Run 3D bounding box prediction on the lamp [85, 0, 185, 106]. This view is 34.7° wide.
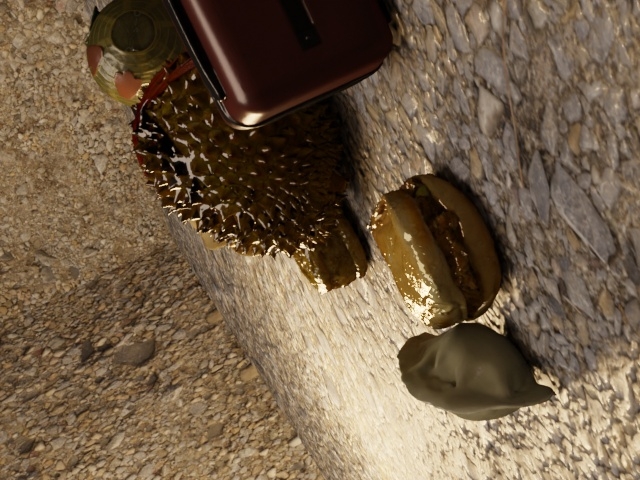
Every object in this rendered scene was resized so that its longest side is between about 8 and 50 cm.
[{"bbox_3d":[-0.374,-0.402,2.199,0.250,0.250,0.284,62,180,7],"label":"lamp"}]

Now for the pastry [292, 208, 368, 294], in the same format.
[{"bbox_3d":[0.000,0.000,1.809,0.189,0.103,0.189,57,170,16],"label":"pastry"}]

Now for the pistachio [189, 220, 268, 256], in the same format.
[{"bbox_3d":[-0.156,-0.088,2.017,0.321,0.229,0.238,24,106,57],"label":"pistachio"}]

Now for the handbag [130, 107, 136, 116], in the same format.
[{"bbox_3d":[-0.373,-0.374,2.405,0.080,0.223,0.247,-42,67,31],"label":"handbag"}]

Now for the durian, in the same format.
[{"bbox_3d":[-0.127,-0.150,1.612,0.384,0.347,0.347,21,147,22],"label":"durian"}]

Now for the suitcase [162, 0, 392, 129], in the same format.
[{"bbox_3d":[-0.070,-0.299,1.224,0.297,0.236,0.161,64,166,-3],"label":"suitcase"}]

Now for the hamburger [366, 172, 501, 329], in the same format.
[{"bbox_3d":[0.143,0.018,1.298,0.214,0.108,0.214,58,164,26],"label":"hamburger"}]

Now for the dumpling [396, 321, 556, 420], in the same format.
[{"bbox_3d":[0.183,0.174,1.334,0.216,0.166,0.126,56,139,37],"label":"dumpling"}]
